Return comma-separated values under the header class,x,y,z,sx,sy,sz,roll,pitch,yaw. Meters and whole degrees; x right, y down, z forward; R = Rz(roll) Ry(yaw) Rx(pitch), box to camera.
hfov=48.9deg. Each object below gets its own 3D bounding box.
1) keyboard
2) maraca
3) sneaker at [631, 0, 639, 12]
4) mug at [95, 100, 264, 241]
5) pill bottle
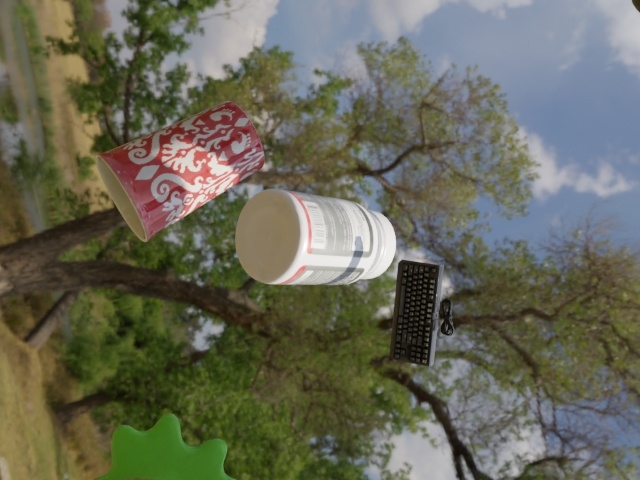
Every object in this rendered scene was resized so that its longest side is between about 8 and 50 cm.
class,x,y,z,sx,sy,sz,roll,pitch,yaw
keyboard,0.179,0.127,1.215,0.023,0.108,0.180,-29,124,-71
maraca,-0.134,0.221,0.509,0.186,0.127,0.099,-63,-168,-16
sneaker,0.512,-0.274,0.696,0.410,0.158,0.182,28,-21,37
mug,-0.168,-0.090,0.842,0.150,0.169,0.113,14,-47,62
pill bottle,0.000,0.000,1.268,0.161,0.283,0.161,-4,-96,40
